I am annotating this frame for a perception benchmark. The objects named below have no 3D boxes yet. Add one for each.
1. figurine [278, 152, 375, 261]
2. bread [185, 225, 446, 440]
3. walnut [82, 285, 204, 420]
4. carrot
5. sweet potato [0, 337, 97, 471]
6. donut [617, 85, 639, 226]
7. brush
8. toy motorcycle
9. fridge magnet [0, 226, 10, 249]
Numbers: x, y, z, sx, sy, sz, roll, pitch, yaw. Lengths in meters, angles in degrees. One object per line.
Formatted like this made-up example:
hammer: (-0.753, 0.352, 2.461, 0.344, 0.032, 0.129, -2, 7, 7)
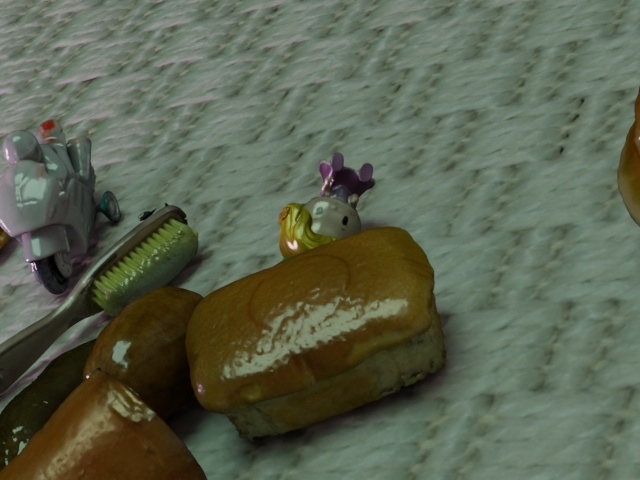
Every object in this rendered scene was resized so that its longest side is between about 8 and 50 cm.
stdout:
figurine: (0.000, 0.000, 1.779, 0.094, 0.115, 0.156, 16, 61, 4)
bread: (-0.003, 0.087, 1.583, 0.245, 0.121, 0.174, -18, 28, 7)
walnut: (-0.159, 0.110, 1.660, 0.115, 0.116, 0.207, -9, 21, 26)
carrot: (-0.228, 0.232, 1.483, 0.225, 0.159, 0.159, -36, 31, -15)
sweet potato: (-0.243, 0.172, 1.680, 0.112, 0.085, 0.286, 25, 35, 12)
donut: (0.471, -0.110, 1.471, 0.448, 0.198, 0.449, -20, 31, 13)
brush: (-0.248, 0.074, 1.850, 0.313, 0.072, 0.067, -40, 46, -23)
toy motorcycle: (-0.322, -0.059, 2.012, 0.110, 0.171, 0.260, -16, 33, 12)
fridge magnet: (-0.450, -0.001, 2.121, 0.143, 0.063, 0.143, -16, 29, 9)
